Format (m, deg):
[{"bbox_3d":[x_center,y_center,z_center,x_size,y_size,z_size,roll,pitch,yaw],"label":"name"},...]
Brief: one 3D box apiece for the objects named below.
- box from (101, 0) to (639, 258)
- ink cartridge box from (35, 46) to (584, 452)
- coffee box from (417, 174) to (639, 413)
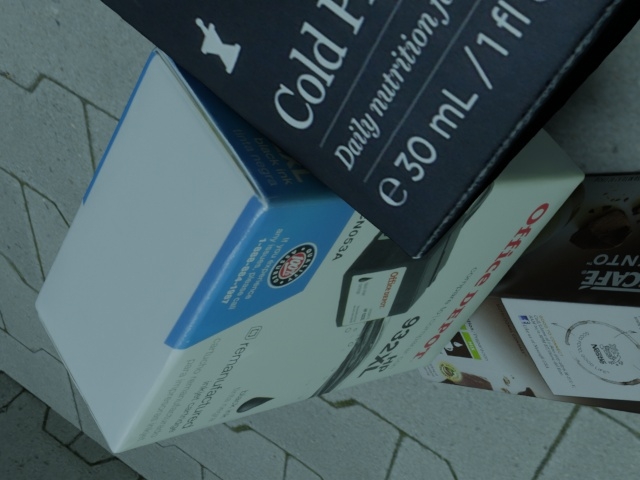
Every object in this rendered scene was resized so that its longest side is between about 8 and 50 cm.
[{"bbox_3d":[0.027,-0.337,0.413,0.471,0.297,0.480,40,139,8],"label":"box"},{"bbox_3d":[0.000,0.000,0.645,0.129,0.307,0.223,53,128,27],"label":"ink cartridge box"},{"bbox_3d":[0.220,0.039,0.785,0.297,0.168,0.119,2,129,46],"label":"coffee box"}]
